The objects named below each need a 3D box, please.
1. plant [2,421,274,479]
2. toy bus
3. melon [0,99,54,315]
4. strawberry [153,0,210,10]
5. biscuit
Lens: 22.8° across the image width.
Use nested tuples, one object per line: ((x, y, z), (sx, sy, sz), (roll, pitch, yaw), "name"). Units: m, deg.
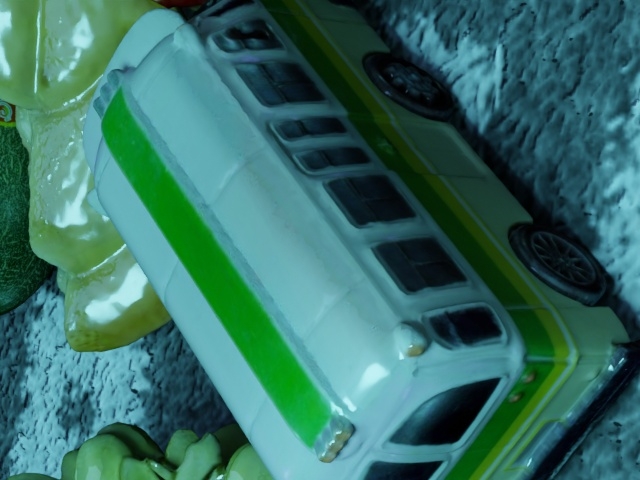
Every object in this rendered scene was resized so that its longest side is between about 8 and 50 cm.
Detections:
((-0.096, 0.260, 0.870), (0.297, 0.261, 0.306), (-37, 73, 40), "plant")
((0.000, 0.000, 0.827), (0.305, 0.179, 0.143), (55, 127, 33), "toy bus")
((-0.260, -0.063, 1.112), (0.182, 0.182, 0.288), (-29, 69, 43), "melon")
((-0.096, -0.255, 0.874), (0.205, 0.244, 0.205), (-27, 43, 28), "strawberry")
((-0.144, -0.085, 1.012), (0.154, 0.045, 0.299), (-22, 97, 5), "biscuit")
